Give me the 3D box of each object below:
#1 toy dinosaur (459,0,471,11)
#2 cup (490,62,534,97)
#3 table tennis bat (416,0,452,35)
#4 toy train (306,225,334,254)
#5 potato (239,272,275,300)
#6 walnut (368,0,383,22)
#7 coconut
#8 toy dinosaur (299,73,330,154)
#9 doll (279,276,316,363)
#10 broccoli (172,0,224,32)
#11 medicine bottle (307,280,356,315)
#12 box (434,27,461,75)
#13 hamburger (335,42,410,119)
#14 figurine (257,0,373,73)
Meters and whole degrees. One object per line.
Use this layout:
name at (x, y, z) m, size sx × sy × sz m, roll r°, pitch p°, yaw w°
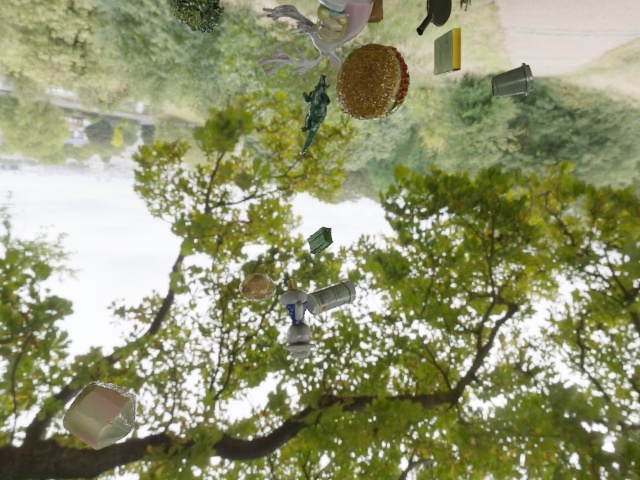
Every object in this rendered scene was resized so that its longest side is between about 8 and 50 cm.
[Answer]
toy dinosaur at (0.361, -0.597, 1.081) m, size 0.026 × 0.113 × 0.041 m, roll 18°, pitch 149°, yaw 20°
cup at (0.732, -0.604, 1.650) m, size 0.141 × 0.120 × 0.120 m, roll -11°, pitch -179°, yaw 22°
table tennis bat at (0.429, -0.862, 1.619) m, size 0.027 × 0.236 × 0.150 m, roll 18°, pitch 158°, yaw 47°
toy train at (0.000, 0.000, 1.204) m, size 0.038 × 0.056 × 0.093 m, roll 8°, pitch 150°, yaw -35°
potato at (-0.250, 0.187, 1.736) m, size 0.118 × 0.109 × 0.178 m, roll 0°, pitch 177°, yaw 24°
walnut at (0.126, -0.773, 1.345) m, size 0.087 × 0.211 × 0.167 m, roll -16°, pitch 173°, yaw 2°
coconut at (-0.540, 0.439, 1.078) m, size 0.152 × 0.147 × 0.147 m, roll 29°, pitch -171°, yaw 2°
toy dinosaur at (-0.027, -0.429, 1.504) m, size 0.079 × 0.292 × 0.120 m, roll 26°, pitch -158°, yaw 16°
doll at (-0.079, 0.276, 1.495) m, size 0.119 × 0.293 × 0.138 m, roll -1°, pitch 164°, yaw -17°
broccoli at (-0.359, -0.697, 1.253) m, size 0.154 × 0.167 × 0.160 m, roll -3°, pitch 152°, yaw -7°
medicine bottle at (0.038, 0.211, 1.587) m, size 0.183 × 0.086 × 0.086 m, roll -14°, pitch -166°, yaw -33°
box at (0.434, -0.642, 1.480) m, size 0.033 × 0.129 × 0.247 m, roll -5°, pitch -162°, yaw 2°
hamburger at (0.191, -0.589, 1.610) m, size 0.294 × 0.276 × 0.179 m, roll -12°, pitch 176°, yaw 31°
figurine at (-0.026, -0.635, 1.244) m, size 0.284 × 0.207 × 0.316 m, roll 4°, pitch 159°, yaw -12°
